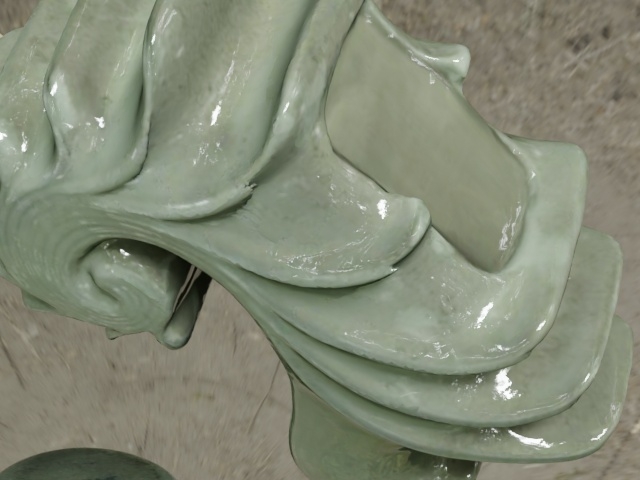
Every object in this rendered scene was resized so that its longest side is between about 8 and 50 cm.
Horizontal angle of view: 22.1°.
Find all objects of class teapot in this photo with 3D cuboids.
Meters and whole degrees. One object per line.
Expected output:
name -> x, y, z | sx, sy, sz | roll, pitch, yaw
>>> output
teapot -> -0.201, 0.260, 1.395 | 0.294, 0.193, 0.130 | -15, 114, -43

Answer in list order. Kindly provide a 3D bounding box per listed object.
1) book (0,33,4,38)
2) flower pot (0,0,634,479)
book -> -0.300, -0.095, 1.464 | 0.241, 0.018, 0.170 | 37, 107, -6
flower pot -> 0.000, 0.000, 0.855 | 0.367, 0.254, 0.165 | 38, 49, -24
